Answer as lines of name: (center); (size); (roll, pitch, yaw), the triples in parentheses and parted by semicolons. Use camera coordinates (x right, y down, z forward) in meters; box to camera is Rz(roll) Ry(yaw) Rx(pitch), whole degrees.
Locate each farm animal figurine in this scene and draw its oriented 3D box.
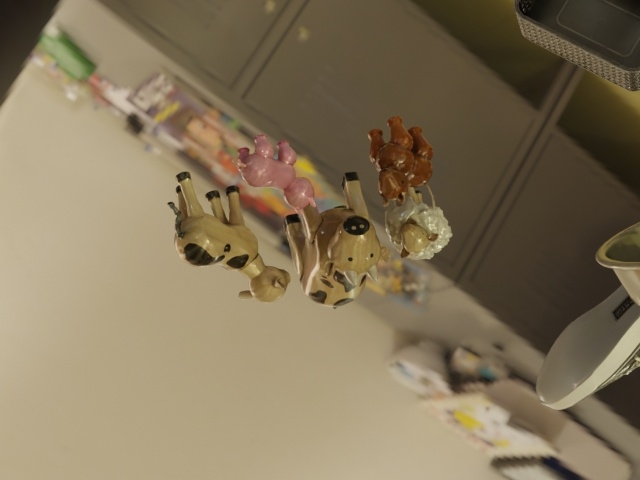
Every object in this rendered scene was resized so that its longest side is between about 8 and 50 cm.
farm animal figurine: (0.000, 0.000, 1.700); (0.330, 0.172, 0.327); (-16, 156, 3)

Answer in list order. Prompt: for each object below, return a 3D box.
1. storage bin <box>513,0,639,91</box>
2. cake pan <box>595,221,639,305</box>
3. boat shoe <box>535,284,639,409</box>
storage bin: (0.337, -0.275, 1.640); (0.180, 0.122, 0.084); (31, 178, 16)
cake pan: (0.408, -0.002, 1.278); (0.293, 0.293, 0.054); (-6, 104, 58)
boat shoe: (0.406, 0.117, 1.736); (0.105, 0.306, 0.113); (30, -159, -23)
